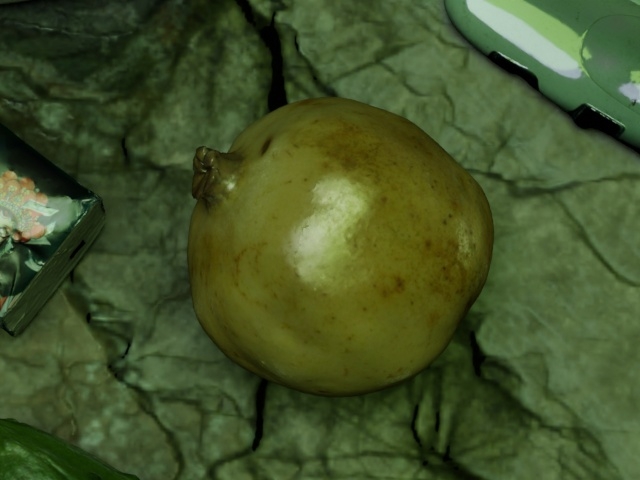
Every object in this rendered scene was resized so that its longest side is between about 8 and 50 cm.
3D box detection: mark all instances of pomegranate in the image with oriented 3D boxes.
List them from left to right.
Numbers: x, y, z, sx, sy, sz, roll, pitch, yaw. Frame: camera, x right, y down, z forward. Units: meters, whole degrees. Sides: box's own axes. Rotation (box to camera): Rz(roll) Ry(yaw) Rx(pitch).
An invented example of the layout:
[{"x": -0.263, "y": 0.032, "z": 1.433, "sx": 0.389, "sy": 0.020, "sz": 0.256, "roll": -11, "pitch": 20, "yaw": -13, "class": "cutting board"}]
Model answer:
[{"x": 0.000, "y": 0.000, "z": 1.117, "sx": 0.196, "sy": 0.196, "sz": 0.196, "roll": 0, "pitch": 78, "yaw": -2, "class": "pomegranate"}]

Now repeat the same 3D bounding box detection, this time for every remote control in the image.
[{"x": 0.197, "y": -0.117, "z": 1.216, "sx": 0.256, "sy": 0.045, "sz": 0.097, "roll": 29, "pitch": 78, "yaw": 7, "class": "remote control"}]

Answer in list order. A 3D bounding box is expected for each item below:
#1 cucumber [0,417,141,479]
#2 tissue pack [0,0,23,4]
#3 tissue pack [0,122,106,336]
[{"x": -0.151, "y": 0.183, "z": 1.103, "sx": 0.244, "sy": 0.134, "sz": 0.134, "roll": 43, "pitch": 80, "yaw": 10, "class": "cucumber"}, {"x": -0.256, "y": -0.266, "z": 1.192, "sx": 0.344, "sy": 0.125, "sz": 0.242, "roll": -9, "pitch": 78, "yaw": -4, "class": "tissue pack"}, {"x": -0.230, "y": -0.032, "z": 1.159, "sx": 0.170, "sy": 0.090, "sz": 0.103, "roll": 36, "pitch": 82, "yaw": 7, "class": "tissue pack"}]
